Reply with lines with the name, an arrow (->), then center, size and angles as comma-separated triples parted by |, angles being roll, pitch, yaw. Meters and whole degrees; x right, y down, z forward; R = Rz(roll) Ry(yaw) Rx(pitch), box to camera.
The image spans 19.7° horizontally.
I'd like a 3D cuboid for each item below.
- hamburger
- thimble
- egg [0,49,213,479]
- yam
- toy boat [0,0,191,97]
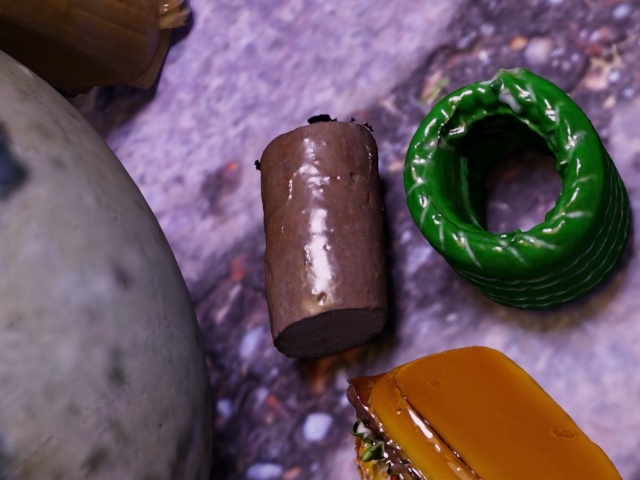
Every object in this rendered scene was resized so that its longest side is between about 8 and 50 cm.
hamburger -> 0.092, 0.133, 0.982 | 0.166, 0.137, 0.087 | 49, 130, 32
thimble -> 0.113, -0.029, 1.056 | 0.118, 0.090, 0.130 | -12, 63, 22
egg -> -0.248, 0.060, 1.040 | 0.345, 0.345, 0.428 | -41, 72, 4
yam -> 0.003, -0.001, 1.105 | 0.084, 0.084, 0.127 | -16, 64, 19
toy boat -> -0.196, -0.180, 1.140 | 0.089, 0.321, 0.121 | 0, 79, 30
